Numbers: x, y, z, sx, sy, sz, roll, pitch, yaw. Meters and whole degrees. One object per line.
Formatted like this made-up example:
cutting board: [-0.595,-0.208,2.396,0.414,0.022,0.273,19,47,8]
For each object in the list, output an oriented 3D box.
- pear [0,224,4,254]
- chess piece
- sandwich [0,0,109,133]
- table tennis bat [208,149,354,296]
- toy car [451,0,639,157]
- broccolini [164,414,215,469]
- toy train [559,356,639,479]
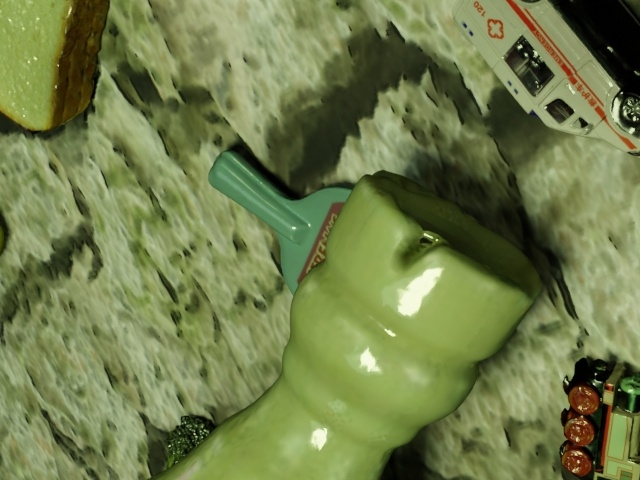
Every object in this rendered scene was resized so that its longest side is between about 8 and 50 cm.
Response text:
pear: [-0.362,-0.006,1.995,0.092,0.092,0.097,-12,85,39]
chess piece: [-0.004,0.165,1.644,0.234,0.234,0.442,36,104,20]
sandwich: [-0.303,-0.218,1.873,0.214,0.065,0.186,27,123,25]
table tennis bat: [0.000,0.000,1.759,0.244,0.040,0.153,37,127,14]
toy car: [0.197,-0.137,1.518,0.210,0.089,0.108,52,130,10]
broccolini: [-0.126,0.271,1.963,0.067,0.058,0.216,-114,22,-54]
toy train: [0.236,0.215,1.659,0.085,0.053,0.250,12,115,24]
